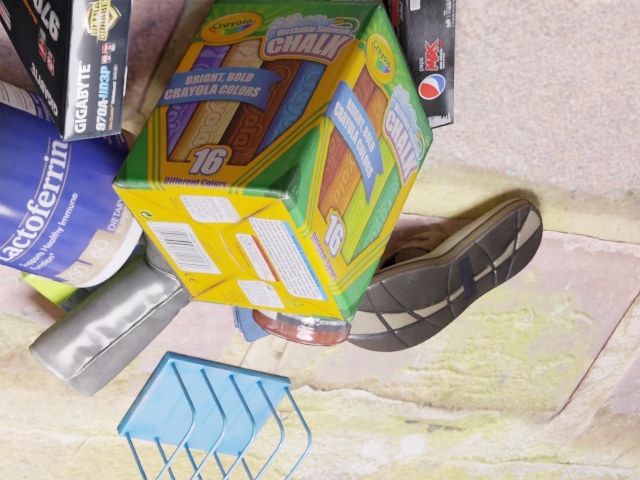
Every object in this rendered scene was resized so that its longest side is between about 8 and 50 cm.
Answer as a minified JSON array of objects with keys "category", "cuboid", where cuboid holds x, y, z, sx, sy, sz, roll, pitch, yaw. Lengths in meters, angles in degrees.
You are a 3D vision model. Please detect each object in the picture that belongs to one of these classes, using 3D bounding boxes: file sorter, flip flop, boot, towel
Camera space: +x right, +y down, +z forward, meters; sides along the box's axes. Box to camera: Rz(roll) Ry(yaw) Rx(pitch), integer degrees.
[{"category":"file sorter","cuboid":[-0.113,0.215,1.646,0.170,0.104,0.118,16,119,-37]},{"category":"flip flop","cuboid":[0.124,0.029,1.639,0.277,0.080,0.112,-32,132,-22]},{"category":"boot","cuboid":[-0.194,0.045,1.432,0.208,0.076,0.189,-30,132,8]},{"category":"towel","cuboid":[-0.063,0.051,1.584,0.067,0.029,0.119,-19,133,-16]}]

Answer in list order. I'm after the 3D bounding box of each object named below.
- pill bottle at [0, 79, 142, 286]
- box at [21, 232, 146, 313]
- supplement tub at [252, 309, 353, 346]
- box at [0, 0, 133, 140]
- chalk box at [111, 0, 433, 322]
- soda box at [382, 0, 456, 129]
[{"category":"pill bottle","cuboid":[-0.290,-0.063,1.282,0.265,0.153,0.153,20,116,-38]},{"category":"box","cuboid":[-0.206,0.041,1.492,0.109,0.042,0.178,-38,134,7]},{"category":"supplement tub","cuboid":[0.000,0.000,1.503,0.106,0.106,0.198,5,105,-31]},{"category":"box","cuboid":[-0.204,-0.210,1.153,0.051,0.220,0.175,-9,132,-25]},{"category":"chalk box","cuboid":[-0.021,-0.099,1.333,0.289,0.179,0.180,-65,145,-30]},{"category":"soda box","cuboid":[0.095,-0.188,1.441,0.053,0.060,0.169,-17,132,-16]}]
